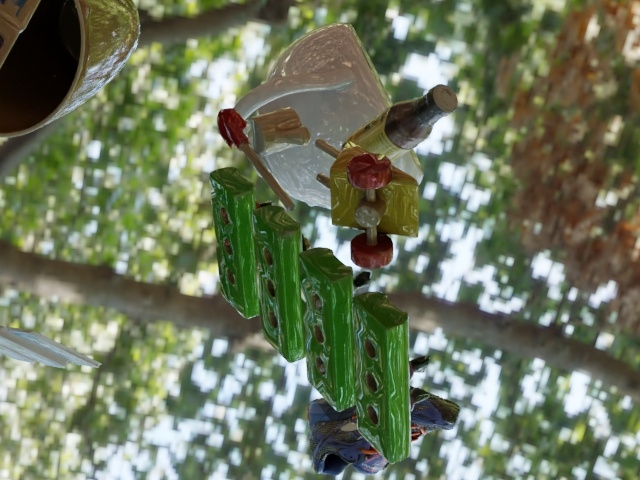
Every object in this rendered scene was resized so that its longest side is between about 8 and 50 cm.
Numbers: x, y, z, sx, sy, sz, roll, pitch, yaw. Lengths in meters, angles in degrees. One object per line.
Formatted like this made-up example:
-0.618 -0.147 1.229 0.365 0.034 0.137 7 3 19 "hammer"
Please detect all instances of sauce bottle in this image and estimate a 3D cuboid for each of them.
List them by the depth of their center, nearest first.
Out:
0.067 -0.093 1.244 0.042 0.128 0.042 16 -120 -31 "sauce bottle"

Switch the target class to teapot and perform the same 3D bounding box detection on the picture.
-0.001 -0.133 1.830 0.187 0.256 0.252 -25 -154 6 "teapot"

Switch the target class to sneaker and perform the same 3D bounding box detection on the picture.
0.068 0.210 1.609 0.083 0.221 0.087 20 -115 -32 "sneaker"

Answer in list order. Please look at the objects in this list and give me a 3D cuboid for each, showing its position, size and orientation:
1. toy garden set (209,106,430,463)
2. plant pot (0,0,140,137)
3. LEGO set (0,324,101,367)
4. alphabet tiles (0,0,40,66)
0.000 0.000 1.007 0.049 0.204 0.244 -19 -145 -24 "toy garden set"
-0.329 -0.256 1.825 0.237 0.237 0.254 23 -163 17 "plant pot"
-0.339 0.074 1.318 0.244 0.060 0.182 31 163 -31 "LEGO set"
-0.343 -0.263 1.044 0.342 0.011 0.285 34 -124 -21 "alphabet tiles"
